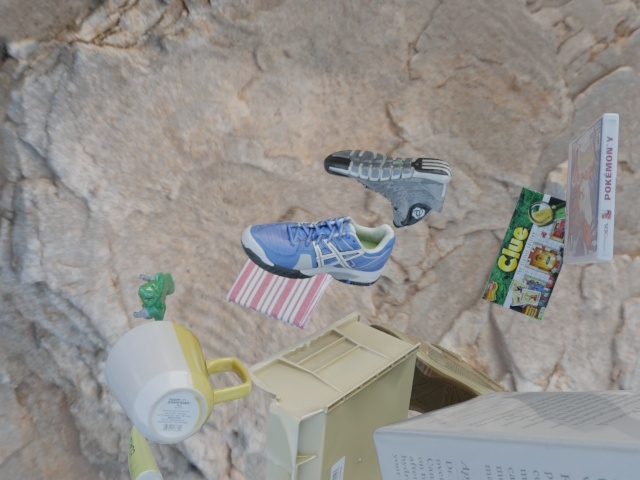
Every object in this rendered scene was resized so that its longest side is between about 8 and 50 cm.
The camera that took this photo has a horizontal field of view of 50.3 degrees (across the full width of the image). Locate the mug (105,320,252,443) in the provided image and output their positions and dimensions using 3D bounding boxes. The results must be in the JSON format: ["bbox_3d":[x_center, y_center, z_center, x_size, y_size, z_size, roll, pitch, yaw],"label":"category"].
[{"bbox_3d":[-0.087,0.085,0.413,0.078,0.064,0.062,-33,118,-12],"label":"mug"}]

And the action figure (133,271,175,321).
[{"bbox_3d":[-0.306,0.105,1.242,0.063,0.232,0.137,9,76,-9],"label":"action figure"}]

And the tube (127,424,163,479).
[{"bbox_3d":[-0.399,0.483,1.498,0.070,0.240,0.062,-41,112,-11],"label":"tube"}]

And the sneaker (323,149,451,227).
[{"bbox_3d":[0.115,-0.084,1.223,0.228,0.086,0.132,8,122,13],"label":"sneaker"}]

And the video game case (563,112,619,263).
[{"bbox_3d":[0.365,-0.060,0.929,0.023,0.201,0.184,3,87,8],"label":"video game case"}]

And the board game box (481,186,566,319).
[{"bbox_3d":[0.456,0.028,1.470,0.136,0.030,0.260,20,96,15],"label":"board game box"}]

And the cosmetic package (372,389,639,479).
[{"bbox_3d":[0.243,0.225,0.454,0.161,0.453,0.230,-8,83,-31],"label":"cosmetic package"}]

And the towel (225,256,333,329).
[{"bbox_3d":[-0.088,0.099,1.436,0.197,0.029,0.144,17,59,23],"label":"towel"}]

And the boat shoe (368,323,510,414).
[{"bbox_3d":[0.201,0.247,1.209,0.110,0.341,0.122,0,110,-36],"label":"boat shoe"}]

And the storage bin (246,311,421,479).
[{"bbox_3d":[0.008,0.272,0.923,0.123,0.260,0.262,20,114,34],"label":"storage bin"}]

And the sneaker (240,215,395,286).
[{"bbox_3d":[0.000,0.000,0.853,0.211,0.080,0.081,6,134,-32],"label":"sneaker"}]
